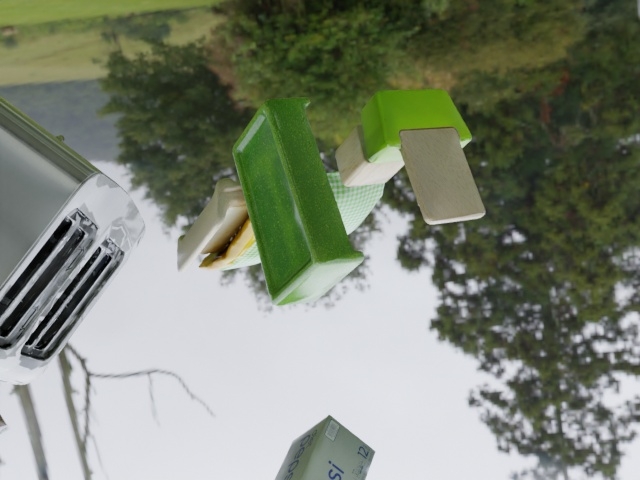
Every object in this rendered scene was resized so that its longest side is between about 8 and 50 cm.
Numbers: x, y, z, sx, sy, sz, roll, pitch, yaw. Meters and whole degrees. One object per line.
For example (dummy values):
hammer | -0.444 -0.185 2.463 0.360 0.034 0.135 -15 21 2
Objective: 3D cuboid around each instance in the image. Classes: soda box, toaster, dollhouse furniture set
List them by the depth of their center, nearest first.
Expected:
toaster | -0.209 0.002 0.566 0.185 0.110 0.168 -55 173 -11
dollhouse furniture set | 0.000 0.000 0.842 0.198 0.151 0.301 -8 160 -30
soda box | -0.026 0.368 1.134 0.098 0.091 0.286 -43 -170 38

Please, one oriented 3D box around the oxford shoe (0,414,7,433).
oxford shoe | -0.345 0.166 0.776 0.212 0.076 0.076 -35 173 40
